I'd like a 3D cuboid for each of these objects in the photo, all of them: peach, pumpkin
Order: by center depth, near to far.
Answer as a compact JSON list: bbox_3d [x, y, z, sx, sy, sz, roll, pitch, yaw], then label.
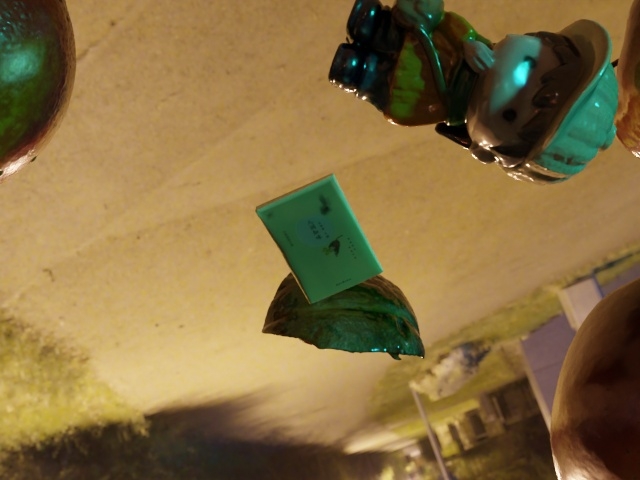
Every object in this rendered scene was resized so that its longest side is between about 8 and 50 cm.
[{"bbox_3d":[-0.455,-0.205,1.032,0.370,0.370,0.370,-19,166,-5],"label":"peach"},{"bbox_3d":[0.064,0.081,1.078,0.163,0.111,0.278,11,176,27],"label":"pumpkin"}]

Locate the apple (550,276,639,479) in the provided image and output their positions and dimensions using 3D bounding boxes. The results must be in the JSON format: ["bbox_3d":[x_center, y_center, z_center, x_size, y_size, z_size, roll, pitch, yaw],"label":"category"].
[{"bbox_3d":[0.433,0.198,1.111,0.329,0.295,0.364,1,132,-7],"label":"apple"}]

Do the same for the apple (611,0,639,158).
[{"bbox_3d":[0.517,-0.217,1.157,0.317,0.288,0.288,19,-176,26],"label":"apple"}]

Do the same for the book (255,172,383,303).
[{"bbox_3d":[0.000,0.000,0.829,0.077,0.111,0.014,-24,-153,10],"label":"book"}]

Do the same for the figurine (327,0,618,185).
[{"bbox_3d":[0.186,-0.185,1.089,0.332,0.185,0.204,18,180,18],"label":"figurine"}]
